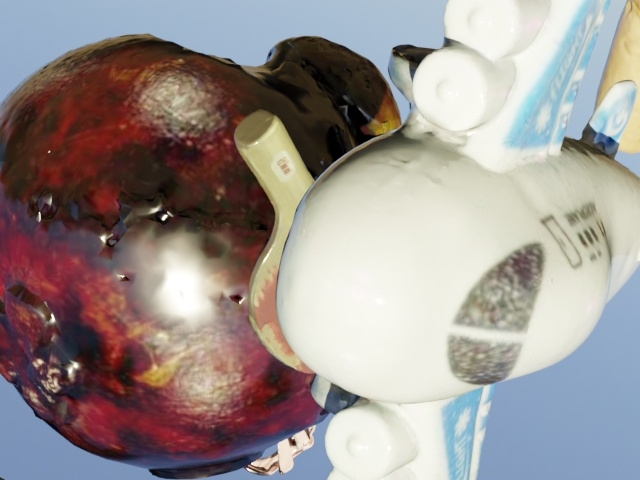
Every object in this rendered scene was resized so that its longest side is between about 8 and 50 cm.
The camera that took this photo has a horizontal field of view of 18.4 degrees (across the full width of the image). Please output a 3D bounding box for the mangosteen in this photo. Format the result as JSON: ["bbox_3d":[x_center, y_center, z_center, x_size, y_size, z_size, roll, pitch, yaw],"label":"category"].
[{"bbox_3d":[-0.089,0.013,1.646,0.421,0.381,0.381,-2,-155,-33],"label":"mangosteen"}]

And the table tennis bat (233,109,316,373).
[{"bbox_3d":[0.000,0.000,1.188,0.022,0.131,0.234,41,169,37],"label":"table tennis bat"}]

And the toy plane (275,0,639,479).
[{"bbox_3d":[0.078,0.005,0.837,0.122,0.267,0.267,24,-167,31],"label":"toy plane"}]

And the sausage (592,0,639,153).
[{"bbox_3d":[0.240,-0.174,1.282,0.065,0.301,0.066,9,-138,-9],"label":"sausage"}]

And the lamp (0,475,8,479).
[{"bbox_3d":[-0.260,0.219,1.459,0.105,0.105,0.105,21,-166,-5],"label":"lamp"}]

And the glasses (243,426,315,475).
[{"bbox_3d":[-0.066,0.109,1.913,0.255,0.162,0.095,44,150,-14],"label":"glasses"}]
